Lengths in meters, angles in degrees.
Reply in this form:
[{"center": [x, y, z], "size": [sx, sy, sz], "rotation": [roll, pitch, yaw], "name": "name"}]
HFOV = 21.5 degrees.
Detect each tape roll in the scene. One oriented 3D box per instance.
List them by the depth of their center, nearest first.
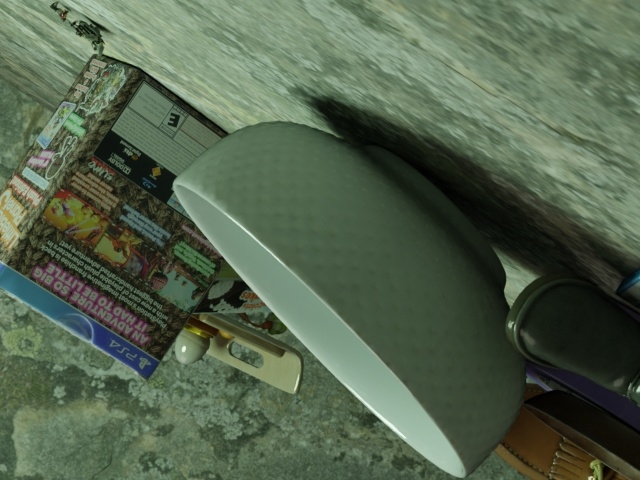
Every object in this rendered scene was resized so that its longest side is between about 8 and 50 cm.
[{"center": [0.253, 0.114, 1.409], "size": [0.189, 0.080, 0.189], "rotation": [34, 176, 3], "name": "tape roll"}]

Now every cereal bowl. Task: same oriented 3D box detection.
[{"center": [0.043, 0.025, 1.356], "size": [0.339, 0.141, 0.339], "rotation": [43, 171, 8], "name": "cereal bowl"}]

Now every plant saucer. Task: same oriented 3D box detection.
[{"center": [0.242, 0.168, 1.371], "size": [0.168, 0.029, 0.168], "rotation": [34, 176, 3], "name": "plant saucer"}]

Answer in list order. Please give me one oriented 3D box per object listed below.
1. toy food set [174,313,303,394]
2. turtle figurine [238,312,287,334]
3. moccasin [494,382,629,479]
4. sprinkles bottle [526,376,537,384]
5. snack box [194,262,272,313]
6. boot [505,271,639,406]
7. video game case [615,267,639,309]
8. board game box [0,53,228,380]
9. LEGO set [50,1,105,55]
[{"center": [-0.188, 0.129, 2.361], "size": [0.220, 0.092, 0.306], "rotation": [22, 176, 39], "name": "toy food set"}, {"center": [-0.037, 0.040, 2.473], "size": [0.217, 0.087, 0.269], "rotation": [23, -144, -28], "name": "turtle figurine"}, {"center": [0.376, 0.293, 2.102], "size": [0.380, 0.139, 0.147], "rotation": [33, 175, -4], "name": "moccasin"}, {"center": [0.155, 0.159, 2.354], "size": [0.355, 0.121, 0.121], "rotation": [33, 176, 6], "name": "sprinkles bottle"}, {"center": [-0.171, 0.023, 2.256], "size": [0.322, 0.060, 0.187], "rotation": [2, -147, -47], "name": "snack box"}, {"center": [0.249, 0.103, 1.144], "size": [0.190, 0.076, 0.208], "rotation": [19, -168, -38], "name": "boot"}, {"center": [0.282, 0.070, 1.147], "size": [0.166, 0.015, 0.119], "rotation": [33, 175, 6], "name": "video game case"}, {"center": [-0.232, -0.029, 1.957], "size": [0.232, 0.291, 0.141], "rotation": [36, 175, -30], "name": "board game box"}, {"center": [-0.244, -0.221, 1.736], "size": [0.083, 0.023, 0.054], "rotation": [46, 176, 12], "name": "LEGO set"}]
